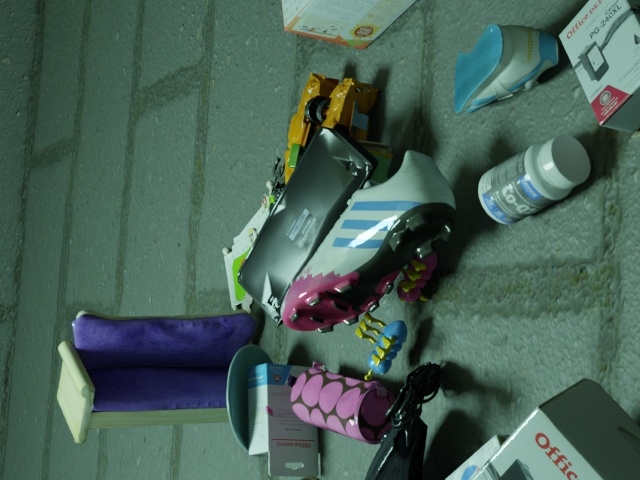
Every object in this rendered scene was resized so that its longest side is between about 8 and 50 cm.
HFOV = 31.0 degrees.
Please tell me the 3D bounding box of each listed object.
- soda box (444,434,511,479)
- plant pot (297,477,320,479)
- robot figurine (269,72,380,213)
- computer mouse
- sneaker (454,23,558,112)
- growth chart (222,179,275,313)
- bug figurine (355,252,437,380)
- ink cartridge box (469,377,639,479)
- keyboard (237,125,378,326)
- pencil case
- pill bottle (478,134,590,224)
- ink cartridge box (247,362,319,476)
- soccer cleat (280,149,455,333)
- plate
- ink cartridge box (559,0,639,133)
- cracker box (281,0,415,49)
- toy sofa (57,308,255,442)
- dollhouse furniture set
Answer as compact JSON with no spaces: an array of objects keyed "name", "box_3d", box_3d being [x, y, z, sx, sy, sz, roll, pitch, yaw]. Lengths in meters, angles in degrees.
[{"name":"soda box","box_3d":[0.203,0.334,1.491,0.216,0.069,0.074,-52,42,40]},{"name":"plant pot","box_3d":[-0.085,0.464,1.850,0.167,0.165,0.167,-16,71,57]},{"name":"robot figurine","box_3d":[0.002,-0.124,1.895,0.211,0.085,0.291,23,99,59]},{"name":"computer mouse","box_3d":[0.101,0.308,1.595,0.072,0.188,0.272,11,105,16]},{"name":"sneaker","box_3d":[0.238,-0.221,1.542,0.228,0.092,0.087,150,121,-76]},{"name":"growth chart","box_3d":[-0.122,0.025,2.146,0.237,0.021,0.172,-51,44,42]},{"name":"bug figurine","box_3d":[0.090,0.065,1.735,0.216,0.072,0.279,-60,32,22]},{"name":"ink cartridge box","box_3d":[0.263,0.317,1.288,0.197,0.114,0.273,48,128,21]},{"name":"keyboard","box_3d":[0.000,0.000,1.750,0.201,0.033,0.317,45,120,28]},{"name":"pencil case","box_3d":[0.035,0.248,1.774,0.209,0.095,0.098,7,74,57]},{"name":"pill bottle","box_3d":[0.270,-0.078,1.458,0.137,0.078,0.078,-33,56,53]},{"name":"ink cartridge box","box_3d":[-0.062,0.299,1.899,0.061,0.104,0.181,-22,65,50]},{"name":"soccer cleat","box_3d":[0.062,0.005,1.629,0.331,0.116,0.143,-40,46,32]},{"name":"plate","box_3d":[-0.116,0.269,1.937,0.024,0.188,0.188,-8,74,26]},{"name":"ink cartridge box","box_3d":[0.356,-0.220,1.359,0.109,0.063,0.150,-51,43,42]},{"name":"cracker box","box_3d":[0.063,-0.395,1.796,0.232,0.155,0.067,-35,54,50]},{"name":"toy sofa","box_3d":[-0.262,0.232,2.005,0.150,0.362,0.177,48,129,53]},{"name":"dollhouse furniture set","box_3d":[0.031,-0.121,1.764,0.151,0.058,0.076,11,88,30]}]
